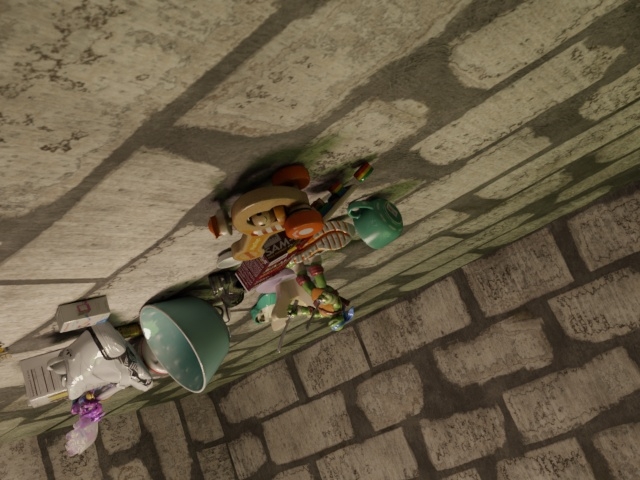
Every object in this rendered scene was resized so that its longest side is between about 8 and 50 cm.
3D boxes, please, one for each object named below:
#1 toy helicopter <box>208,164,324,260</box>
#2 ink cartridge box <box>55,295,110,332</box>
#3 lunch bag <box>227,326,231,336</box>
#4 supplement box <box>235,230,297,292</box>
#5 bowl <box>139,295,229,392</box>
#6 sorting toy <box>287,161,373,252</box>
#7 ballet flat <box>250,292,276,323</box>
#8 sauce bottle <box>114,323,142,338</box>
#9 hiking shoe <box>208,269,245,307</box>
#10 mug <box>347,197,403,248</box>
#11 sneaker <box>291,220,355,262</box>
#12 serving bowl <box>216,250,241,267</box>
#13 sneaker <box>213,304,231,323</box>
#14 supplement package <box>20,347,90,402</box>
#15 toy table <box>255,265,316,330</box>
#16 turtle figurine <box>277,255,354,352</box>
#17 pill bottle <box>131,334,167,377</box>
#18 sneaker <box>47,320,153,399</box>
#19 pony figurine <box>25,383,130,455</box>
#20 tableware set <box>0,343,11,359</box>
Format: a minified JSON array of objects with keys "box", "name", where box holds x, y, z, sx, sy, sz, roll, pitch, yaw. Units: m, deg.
[{"box":[-0.153,-0.025,1.396,0.234,0.140,0.355,-9,161,-22],"name":"toy helicopter"},{"box":[-0.631,0.197,1.644,0.122,0.052,0.088,-10,161,-33],"name":"ink cartridge box"},{"box":[-0.423,0.397,2.581,0.071,0.053,0.083,-7,168,-38],"name":"lunch bag"},{"box":[-0.143,0.050,1.721,0.130,0.073,0.239,-31,170,-29],"name":"supplement box"},{"box":[-0.398,0.295,1.913,0.163,0.312,0.311,-35,175,-38],"name":"bowl"},{"box":[0.008,-0.084,1.476,0.274,0.046,0.132,-48,-171,-8],"name":"sorting toy"},{"box":[-0.204,0.262,2.362,0.083,0.087,0.247,-14,162,-25],"name":"ballet flat"},{"box":[-0.640,0.299,1.987,0.128,0.042,0.042,-13,162,-37],"name":"sauce bottle"},{"box":[-0.258,0.147,1.911,0.114,0.086,0.227,-20,164,5],"name":"hiking shoe"},{"box":[0.161,-0.054,1.723,0.097,0.130,0.157,-36,159,32],"name":"mug"},{"box":[0.000,0.000,1.806,0.214,0.084,0.083,-20,178,7],"name":"sneaker"},{"box":[-0.248,0.047,1.703,0.083,0.027,0.083,-21,164,-6],"name":"serving bowl"},{"box":[-0.438,0.281,2.121,0.234,0.094,0.153,-21,158,30],"name":"sneaker"},{"box":[-0.822,0.429,2.006,0.244,0.134,0.139,-15,162,-23],"name":"supplement package"},{"box":[-0.094,0.195,2.154,0.274,0.161,0.252,-6,158,-42],"name":"toy table"},{"box":[-0.043,0.173,1.949,0.274,0.266,0.198,-19,164,-12],"name":"turtle figurine"},{"box":[-0.586,0.406,2.173,0.161,0.161,0.283,-10,166,-37],"name":"pill bottle"},{"box":[-0.667,0.395,1.891,0.210,0.137,0.366,-34,143,-13],"name":"sneaker"},{"box":[-0.846,0.583,2.302,0.363,0.303,0.351,-37,173,13],"name":"pony figurine"},{"box":[-0.917,0.311,1.702,0.103,0.024,0.154,-13,164,-18],"name":"tableware set"}]
